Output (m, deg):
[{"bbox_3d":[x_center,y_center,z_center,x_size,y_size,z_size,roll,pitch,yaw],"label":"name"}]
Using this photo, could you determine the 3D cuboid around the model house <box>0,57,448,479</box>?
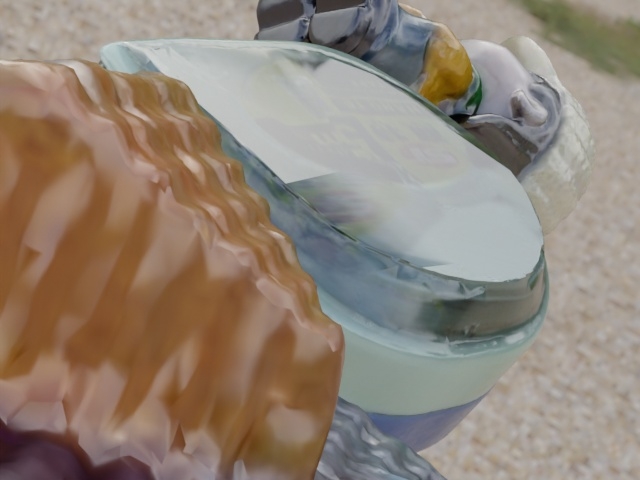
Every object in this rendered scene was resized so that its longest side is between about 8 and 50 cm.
[{"bbox_3d":[-0.081,0.079,0.406,0.339,0.297,0.360,10,5,8],"label":"model house"}]

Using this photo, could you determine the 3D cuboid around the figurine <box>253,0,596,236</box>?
[{"bbox_3d":[0.086,-0.095,1.323,0.185,0.204,0.332,-8,-12,39],"label":"figurine"}]

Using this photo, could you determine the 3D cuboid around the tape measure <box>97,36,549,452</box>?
[{"bbox_3d":[-0.001,-0.002,0.946,0.259,0.138,0.262,-7,47,-45],"label":"tape measure"}]
